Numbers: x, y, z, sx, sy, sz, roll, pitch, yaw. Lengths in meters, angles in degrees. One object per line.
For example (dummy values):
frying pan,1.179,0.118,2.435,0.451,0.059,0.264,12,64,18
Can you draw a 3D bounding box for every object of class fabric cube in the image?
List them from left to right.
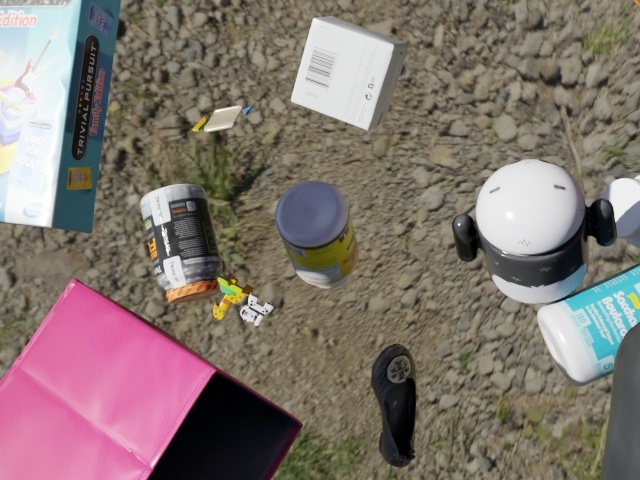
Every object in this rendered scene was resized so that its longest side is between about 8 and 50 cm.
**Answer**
fabric cube,-0.228,0.246,1.065,0.258,0.254,0.259,25,77,31

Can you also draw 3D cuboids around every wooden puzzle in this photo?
wooden puzzle,-0.198,-0.247,1.755,0.116,0.078,0.014,-3,131,27

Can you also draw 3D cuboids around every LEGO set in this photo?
LEGO set,-0.218,0.118,1.810,0.227,0.087,0.093,28,98,-5

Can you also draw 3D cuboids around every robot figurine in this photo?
robot figurine,0.343,-0.010,1.383,0.209,0.278,0.173,-38,53,-8

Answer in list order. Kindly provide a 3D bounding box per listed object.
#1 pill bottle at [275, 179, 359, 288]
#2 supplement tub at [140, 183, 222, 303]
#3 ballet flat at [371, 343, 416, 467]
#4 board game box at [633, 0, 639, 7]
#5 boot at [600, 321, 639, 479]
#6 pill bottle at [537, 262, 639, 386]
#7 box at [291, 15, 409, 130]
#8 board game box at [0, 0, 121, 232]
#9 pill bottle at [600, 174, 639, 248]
pill bottle,0.000,0.000,1.420,0.117,0.215,0.117,-4,63,8
supplement tub,-0.237,0.007,1.484,0.117,0.117,0.190,-18,79,18
ballet flat,0.130,0.280,1.417,0.084,0.058,0.249,-15,121,-21
board game box,0.507,-0.426,0.989,0.356,0.356,0.356,30,125,-32
boot,0.108,0.273,0.620,0.445,0.146,0.366,-19,104,11
pill bottle,0.505,0.125,1.410,0.264,0.146,0.146,-25,87,2
box,0.060,-0.344,1.755,0.182,0.119,0.180,22,112,13
board game box,-0.391,-0.189,1.081,0.254,0.079,0.335,6,88,24
pill bottle,0.672,-0.052,1.649,0.152,0.272,0.152,-8,81,60
